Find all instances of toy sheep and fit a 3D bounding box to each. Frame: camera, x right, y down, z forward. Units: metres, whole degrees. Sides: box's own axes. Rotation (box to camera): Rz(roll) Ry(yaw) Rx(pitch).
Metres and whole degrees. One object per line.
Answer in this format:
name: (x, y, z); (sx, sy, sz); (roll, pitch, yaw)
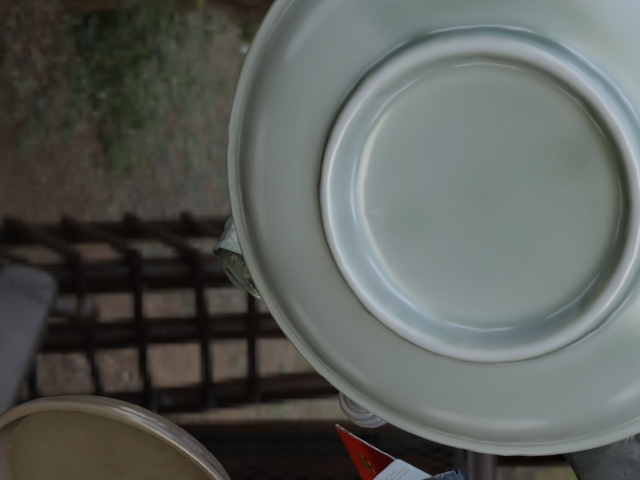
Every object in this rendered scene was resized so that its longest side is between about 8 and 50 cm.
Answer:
toy sheep: (0.065, 0.200, 1.976); (0.132, 0.091, 0.091); (35, 53, -64)

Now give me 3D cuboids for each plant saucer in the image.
plant saucer: (-0.188, 0.242, 1.404); (0.041, 0.278, 0.278); (-63, 155, -49)
plant saucer: (0.114, -0.034, 0.998); (0.100, 0.400, 0.400); (-40, 130, -68)

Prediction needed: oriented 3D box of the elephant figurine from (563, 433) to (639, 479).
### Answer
elephant figurine: (0.213, 0.076, 1.227); (0.186, 0.239, 0.169); (-38, 165, -25)

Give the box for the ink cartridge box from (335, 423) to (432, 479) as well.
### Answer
ink cartridge box: (0.117, 0.353, 1.697); (0.060, 0.239, 0.275); (-40, 125, -22)

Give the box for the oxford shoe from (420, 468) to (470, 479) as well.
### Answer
oxford shoe: (0.050, 0.293, 1.400); (0.083, 0.227, 0.096); (85, -17, -67)

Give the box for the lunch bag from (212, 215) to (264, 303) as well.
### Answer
lunch bag: (0.000, 0.000, 2.221); (0.235, 0.287, 0.169); (-57, -161, -21)
